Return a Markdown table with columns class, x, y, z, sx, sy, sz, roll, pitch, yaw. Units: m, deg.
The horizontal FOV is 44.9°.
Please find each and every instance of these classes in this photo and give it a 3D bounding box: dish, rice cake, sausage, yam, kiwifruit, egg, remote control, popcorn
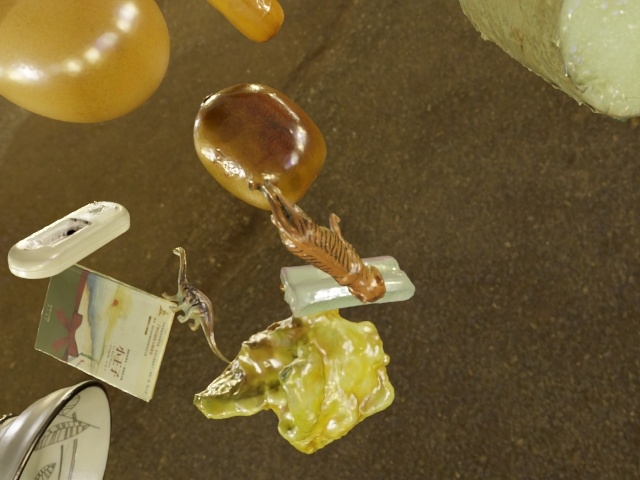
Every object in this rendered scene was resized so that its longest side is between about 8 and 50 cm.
| class | x | y | z | sx | sy | sz | roll | pitch | yaw |
| --- | --- | --- | --- | --- | --- | --- | --- | --- | --- |
| dish | -0.392 | 0.331 | 1.039 | 0.106 | 0.316 | 0.316 | 11 | 55 | 7 |
| rice cake | 0.039 | 0.062 | 1.156 | 0.080 | 0.222 | 0.042 | 60 | 139 | 30 |
| sausage | -0.207 | -0.543 | 1.609 | 0.112 | 0.328 | 0.112 | -26 | 45 | 29 |
| yam | 0.238 | -0.233 | 0.735 | 0.168 | 0.168 | 0.304 | -31 | 27 | 9 |
| kiwifruit | -0.107 | -0.165 | 1.325 | 0.196 | 0.234 | 0.196 | -52 | 8 | 10 |
| egg | -0.396 | -0.311 | 1.202 | 0.323 | 0.250 | 0.250 | 7 | 51 | 2 |
| remote control | -0.354 | -0.006 | 1.105 | 0.078 | 0.042 | 0.221 | 10 | 27 | 19 |
| popcorn | -0.025 | 0.251 | 1.411 | 0.321 | 0.290 | 0.326 | -53 | 5 | -8 |

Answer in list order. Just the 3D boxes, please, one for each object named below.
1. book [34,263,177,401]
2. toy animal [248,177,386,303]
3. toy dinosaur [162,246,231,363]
| class | x | y | z | sx | sy | sz | roll | pitch | yaw |
| --- | --- | --- | --- | --- | --- | --- | --- | --- | --- |
| book | -0.423 | 0.168 | 1.508 | 0.290 | 0.026 | 0.201 | 18 | 97 | 20 |
| toy animal | 0.000 | 0.000 | 0.959 | 0.057 | 0.241 | 0.099 | -44 | 40 | 11 |
| toy dinosaur | -0.181 | 0.099 | 1.085 | 0.058 | 0.180 | 0.037 | -28 | -2 | 12 |
